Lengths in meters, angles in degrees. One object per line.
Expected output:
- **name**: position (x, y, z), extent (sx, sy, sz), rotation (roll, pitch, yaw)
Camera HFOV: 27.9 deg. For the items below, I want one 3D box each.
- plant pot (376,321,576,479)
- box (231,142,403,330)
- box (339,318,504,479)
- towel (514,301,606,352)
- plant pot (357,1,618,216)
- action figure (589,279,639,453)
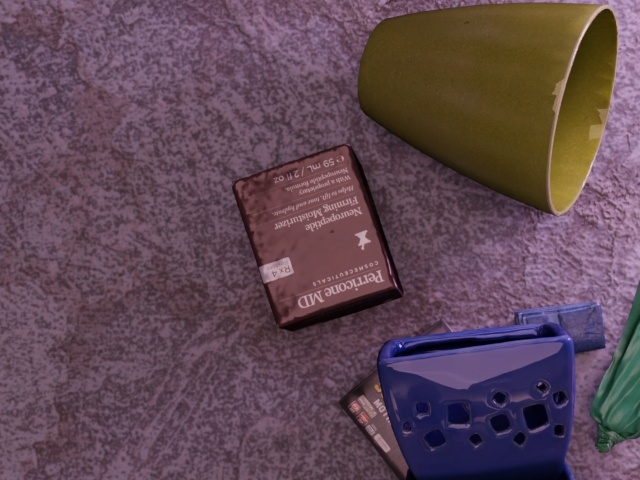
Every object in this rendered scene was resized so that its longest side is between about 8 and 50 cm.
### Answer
- **plant pot**: position (0.199, 0.223, 1.595), extent (0.236, 0.236, 0.212), rotation (-7, 89, 5)
- **box**: position (0.000, 0.000, 1.726), extent (0.168, 0.167, 0.203), rotation (-19, 82, 4)
- **box**: position (0.166, 0.251, 1.735), extent (0.183, 0.056, 0.231), rotation (-38, 81, 1)
- **towel**: position (0.325, 0.121, 1.746), extent (0.119, 0.029, 0.067), rotation (-7, 84, 5)
- **plant pot**: position (0.207, -0.198, 1.699), extent (0.293, 0.275, 0.275), rotation (15, 85, 23)
- **action figure**: position (0.426, 0.179, 1.711), extent (0.137, 0.063, 0.232), rotation (31, 84, 7)
